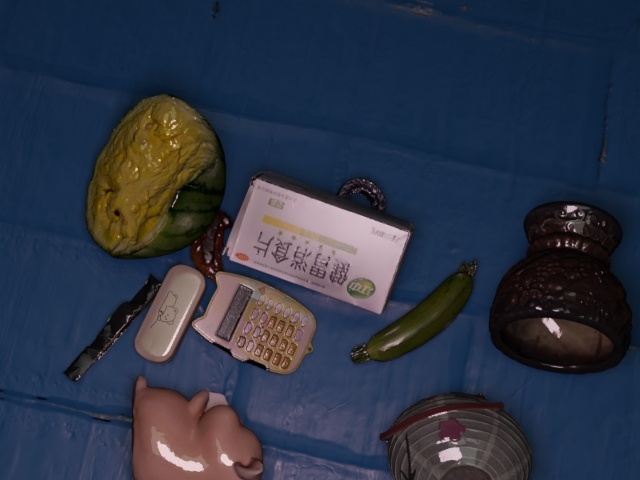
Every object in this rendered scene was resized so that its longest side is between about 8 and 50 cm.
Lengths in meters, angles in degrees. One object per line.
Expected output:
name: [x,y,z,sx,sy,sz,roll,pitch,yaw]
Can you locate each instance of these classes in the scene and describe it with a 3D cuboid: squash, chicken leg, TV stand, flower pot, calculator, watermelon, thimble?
squash: [0.202,0.157,1.946,0.318,0.071,0.080,-37,37,-11]
chicken leg: [-0.216,0.018,1.972,0.089,0.048,0.219,-3,73,-6]
TV stand: [-0.400,0.170,1.917,0.036,0.042,0.249,39,74,6]
flower pot: [0.466,0.083,1.897,0.266,0.266,0.267,15,60,1]
calculator: [-0.121,0.165,1.928,0.236,0.033,0.157,27,75,-5]
watermelon: [-0.296,-0.097,1.913,0.189,0.331,0.331,24,68,-36]
thimble: [0.080,-0.075,2.013,0.104,0.066,0.095,12,73,-3]

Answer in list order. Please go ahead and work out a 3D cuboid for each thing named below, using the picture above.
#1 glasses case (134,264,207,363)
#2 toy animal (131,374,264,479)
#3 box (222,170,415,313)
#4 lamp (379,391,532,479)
glasses case: [-0.289,0.143,1.918,0.083,0.050,0.196,22,79,7]
toy animal: [-0.228,0.373,1.799,0.256,0.195,0.213,8,47,-3]
box: [-0.002,-0.001,1.912,0.333,0.145,0.173,20,99,3]
lamp: [0.246,0.388,1.799,0.265,0.233,0.233,-10,73,0]
